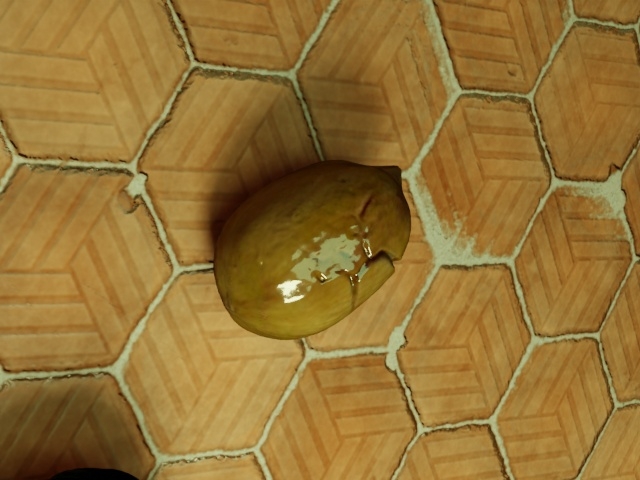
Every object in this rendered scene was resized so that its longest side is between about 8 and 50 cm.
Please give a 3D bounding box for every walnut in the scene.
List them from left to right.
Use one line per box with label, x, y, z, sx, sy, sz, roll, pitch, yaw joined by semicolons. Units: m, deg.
walnut;0.000;0.000;1.442;0.298;0.203;0.203;-41;119;-13

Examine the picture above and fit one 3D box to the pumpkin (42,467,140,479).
pumpkin;-0.281;0.425;1.311;0.315;0.238;0.315;10;77;-47
